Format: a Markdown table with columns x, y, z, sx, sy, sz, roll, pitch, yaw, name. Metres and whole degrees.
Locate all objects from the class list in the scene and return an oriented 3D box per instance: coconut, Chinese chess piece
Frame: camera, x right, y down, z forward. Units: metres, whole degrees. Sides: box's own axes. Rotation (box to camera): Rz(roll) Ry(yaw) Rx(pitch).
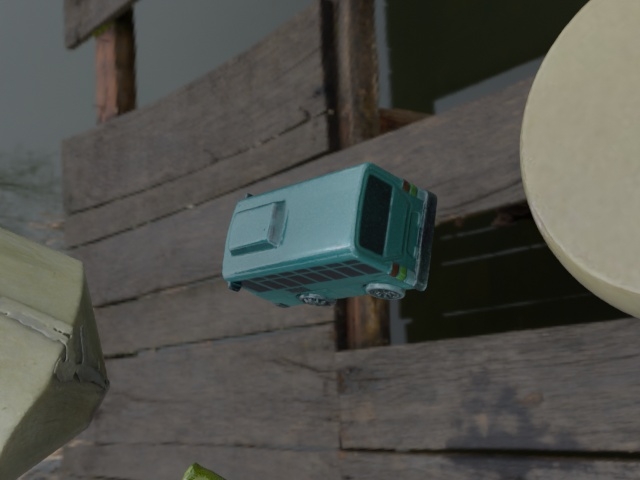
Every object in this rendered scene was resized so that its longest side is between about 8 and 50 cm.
| x | y | z | sx | sy | sz | roll | pitch | yaw | name |
| --- | --- | --- | --- | --- | --- | --- | --- | --- | --- |
| -0.382 | 0.134 | 0.945 | 0.323 | 0.323 | 0.323 | -6 | 83 | 53 | coconut |
| 0.268 | -0.070 | 0.586 | 0.273 | 0.102 | 0.273 | -12 | 70 | 37 | Chinese chess piece |

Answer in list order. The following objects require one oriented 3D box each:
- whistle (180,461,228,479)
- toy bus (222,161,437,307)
| x | y | z | sx | sy | sz | roll | pitch | yaw | name |
| --- | --- | --- | --- | --- | --- | --- | --- | --- | --- |
| -0.088 | 0.348 | 1.132 | 0.198 | 0.057 | 0.104 | 31 | 131 | 2 | whistle |
| 0.000 | 0.000 | 1.037 | 0.256 | 0.147 | 0.128 | -12 | 61 | 46 | toy bus |
